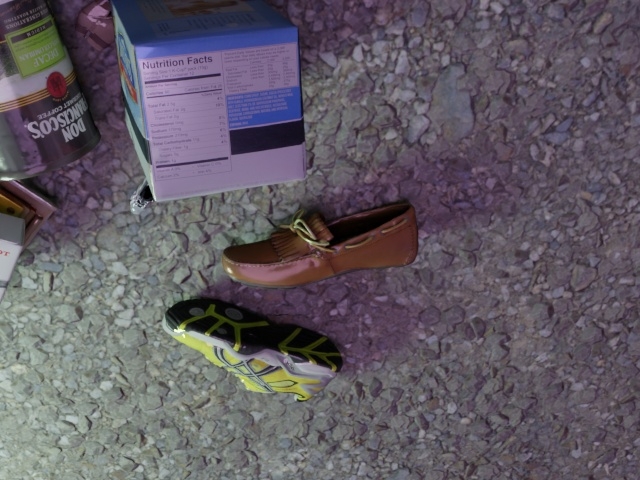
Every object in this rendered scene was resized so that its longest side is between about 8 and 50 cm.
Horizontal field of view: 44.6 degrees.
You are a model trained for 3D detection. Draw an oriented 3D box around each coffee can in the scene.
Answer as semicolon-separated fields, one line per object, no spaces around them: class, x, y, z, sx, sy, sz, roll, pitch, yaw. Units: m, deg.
coffee can;-0.499;-0.263;1.259;0.201;0.201;0.275;-12;119;2

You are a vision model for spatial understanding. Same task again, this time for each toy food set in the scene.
toy food set;-0.660;-0.019;1.446;0.220;0.092;0.306;36;111;-21

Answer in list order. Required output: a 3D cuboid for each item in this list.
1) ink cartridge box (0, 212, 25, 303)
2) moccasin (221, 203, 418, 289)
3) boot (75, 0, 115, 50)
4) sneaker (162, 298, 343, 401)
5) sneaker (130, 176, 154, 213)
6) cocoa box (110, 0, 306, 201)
ink cartridge box;-0.641;0.046;1.396;0.160;0.092;0.219;18;118;-27
moccasin;0.000;0.002;1.484;0.380;0.139;0.147;-7;119;-1
boot;-0.350;-0.354;1.315;0.118;0.042;0.087;35;118;-20
sneaker;-0.149;0.240;1.606;0.385;0.145;0.147;22;115;-15
sneaker;-0.330;-0.079;1.452;0.038;0.069;0.098;26;114;-17
cocoa box;-0.180;-0.243;1.191;0.231;0.347;0.228;-11;120;-15
